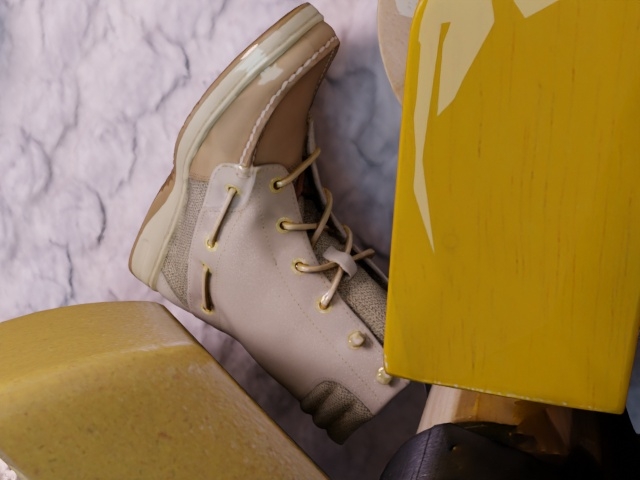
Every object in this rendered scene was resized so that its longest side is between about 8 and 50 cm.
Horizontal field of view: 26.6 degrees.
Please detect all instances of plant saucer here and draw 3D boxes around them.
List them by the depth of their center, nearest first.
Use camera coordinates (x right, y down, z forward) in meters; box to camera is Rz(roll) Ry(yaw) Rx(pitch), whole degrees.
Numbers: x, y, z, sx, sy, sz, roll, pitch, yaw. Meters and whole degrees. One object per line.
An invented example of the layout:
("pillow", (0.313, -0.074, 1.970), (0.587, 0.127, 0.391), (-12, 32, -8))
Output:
("plant saucer", (-0.018, 0.147, 0.658), (0.333, 0.081, 0.333), (48, 173, -9))

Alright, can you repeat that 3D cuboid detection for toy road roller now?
("toy road roller", (0.150, 0.009, 0.511), (0.240, 0.202, 0.330), (6, 117, 13))

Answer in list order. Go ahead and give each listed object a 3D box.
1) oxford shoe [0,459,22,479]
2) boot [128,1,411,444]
("oxford shoe", (-0.227, 0.130, 0.883), (0.348, 0.130, 0.123), (30, 160, 16))
("boot", (0.000, 0.000, 0.677), (0.165, 0.077, 0.213), (42, 137, 9))
